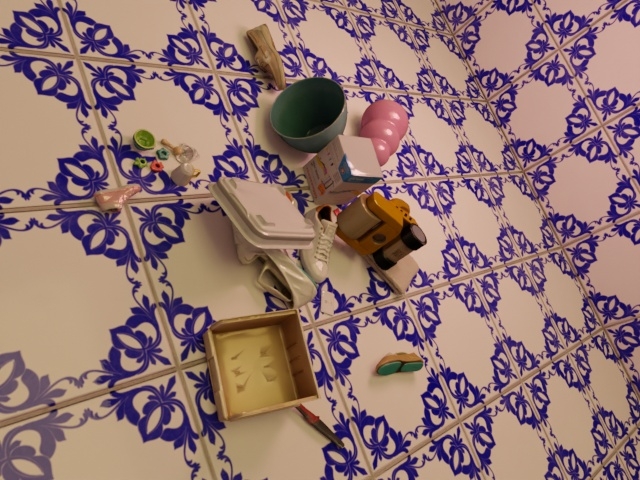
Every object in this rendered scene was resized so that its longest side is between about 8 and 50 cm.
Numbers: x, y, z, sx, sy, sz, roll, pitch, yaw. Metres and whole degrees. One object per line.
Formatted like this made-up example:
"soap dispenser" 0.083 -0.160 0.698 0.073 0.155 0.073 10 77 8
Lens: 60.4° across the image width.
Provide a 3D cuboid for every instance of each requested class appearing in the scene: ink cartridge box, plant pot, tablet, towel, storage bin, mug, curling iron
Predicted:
"ink cartridge box" 0.081 -0.257 2.055 0.168 0.233 0.171 -3 68 -40
"plant pot" -0.023 -0.442 2.082 0.195 0.290 0.290 59 25 -57
"tablet" 0.025 0.213 1.888 0.054 0.006 0.083 24 51 -29
"towel" 0.260 0.065 2.153 0.282 0.049 0.187 48 46 -6
"storage bin" -0.169 0.346 1.534 0.261 0.123 0.262 -3 68 -32
"mug" -0.420 -0.215 1.716 0.062 0.064 0.078 49 43 -6
"curling iron" -0.017 0.522 1.645 0.274 0.035 0.068 48 44 -7

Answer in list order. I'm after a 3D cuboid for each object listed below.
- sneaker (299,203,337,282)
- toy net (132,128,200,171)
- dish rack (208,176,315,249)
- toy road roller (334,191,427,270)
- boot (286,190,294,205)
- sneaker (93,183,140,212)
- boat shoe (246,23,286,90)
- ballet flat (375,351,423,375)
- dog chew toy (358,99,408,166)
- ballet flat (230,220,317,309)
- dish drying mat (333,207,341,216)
"sneaker" 0.000 0.000 1.913 0.106 0.123 0.290 18 56 -35
"toy net" -0.472 -0.274 1.720 0.232 0.045 0.122 0 65 -41
"dish rack" -0.162 -0.094 1.707 0.285 0.072 0.333 52 25 23
"toy road roller" 0.223 -0.070 2.037 0.330 0.202 0.240 35 36 -24
"boot" -0.140 -0.112 1.906 0.085 0.059 0.157 17 56 -28
"sneaker" -0.560 -0.114 1.545 0.134 0.051 0.070 -20 81 -42
"boat shoe" -0.213 -0.718 2.184 0.098 0.109 0.302 -19 76 -5
"ballet flat" 0.265 0.429 1.936 0.232 0.080 0.073 10 32 -40
"dog chew toy" 0.257 -0.447 2.356 0.207 0.207 0.331 34 55 -21
"ballet flat" -0.174 0.062 1.733 0.400 0.139 0.139 48 44 -9
"dish drying mat" 0.081 -0.086 2.116 0.032 0.008 0.083 -35 90 -46
